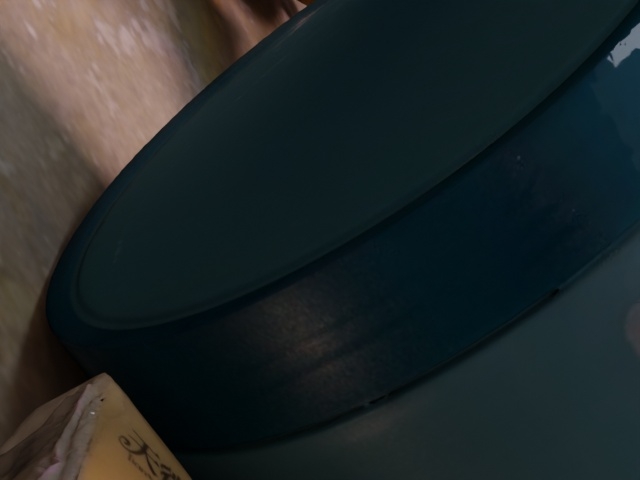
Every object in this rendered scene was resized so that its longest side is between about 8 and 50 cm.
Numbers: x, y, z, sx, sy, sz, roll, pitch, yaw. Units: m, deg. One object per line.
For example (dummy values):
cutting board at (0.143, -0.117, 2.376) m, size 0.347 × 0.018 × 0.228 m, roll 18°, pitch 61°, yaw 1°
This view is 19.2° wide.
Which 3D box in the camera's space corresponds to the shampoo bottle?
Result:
shampoo bottle at (0.110, 0.063, 0.837) m, size 0.343 × 0.331 × 0.331 m, roll 54°, pitch 18°, yaw -19°

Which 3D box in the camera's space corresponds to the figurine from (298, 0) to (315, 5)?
figurine at (0.013, -0.253, 1.241) m, size 0.387 × 0.268 × 0.401 m, roll 55°, pitch 42°, yaw -78°

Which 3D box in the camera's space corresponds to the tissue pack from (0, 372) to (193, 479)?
tissue pack at (-0.047, 0.174, 0.620) m, size 0.222 × 0.090 × 0.186 m, roll 55°, pitch 16°, yaw -16°
